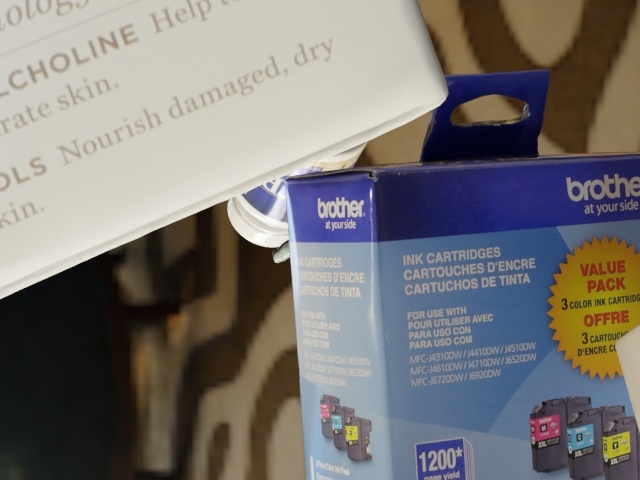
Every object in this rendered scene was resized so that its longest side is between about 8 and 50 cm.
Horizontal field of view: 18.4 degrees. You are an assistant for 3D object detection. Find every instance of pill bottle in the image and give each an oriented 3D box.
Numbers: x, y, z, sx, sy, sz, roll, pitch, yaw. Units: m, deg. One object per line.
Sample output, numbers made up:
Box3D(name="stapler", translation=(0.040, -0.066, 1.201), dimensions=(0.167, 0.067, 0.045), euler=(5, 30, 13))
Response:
Box3D(name="pill bottle", translation=(-0.028, -0.078, 2.002), dimensions=(0.187, 0.112, 0.112), euler=(120, 142, -51))

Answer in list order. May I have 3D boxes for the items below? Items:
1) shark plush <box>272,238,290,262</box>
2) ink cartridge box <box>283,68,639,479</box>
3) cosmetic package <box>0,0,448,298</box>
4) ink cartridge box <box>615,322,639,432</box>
Box3D(name="shark plush", translation=(0.000, 0.000, 1.829), dimensions=(0.161, 0.073, 0.067), euler=(-4, 64, 42))
Box3D(name="ink cartridge box", translation=(0.125, 0.073, 1.509), dimensions=(0.151, 0.270, 0.395), euler=(-3, 92, 61))
Box3D(name="cosmetic package", translation=(-0.186, -0.220, 0.960), dimensions=(0.329, 0.327, 0.394), euler=(-131, 19, -64))
Box3D(name="ink cartridge box", translation=(0.365, 0.064, 1.338), dimensions=(0.278, 0.201, 0.117), euler=(-45, 49, 50))
